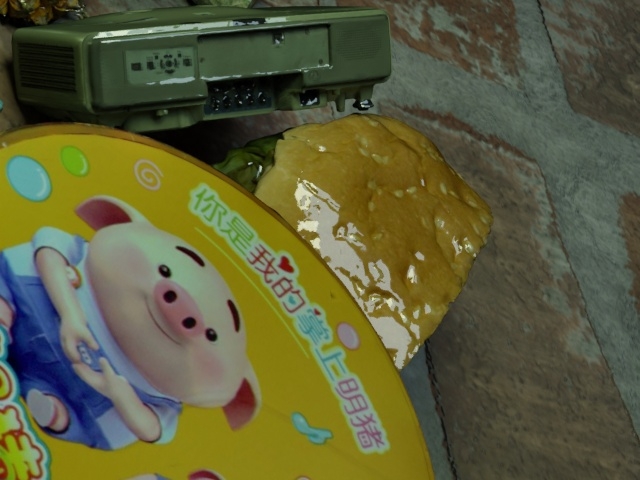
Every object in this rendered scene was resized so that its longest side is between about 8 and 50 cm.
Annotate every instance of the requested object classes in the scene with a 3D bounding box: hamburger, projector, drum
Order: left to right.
[{"bbox_3d":[-0.143,0.157,1.095,0.431,0.214,0.431,28,44,-31],"label":"drum"},{"bbox_3d":[-0.099,-0.139,1.411,0.270,0.193,0.088,-9,102,-30],"label":"projector"},{"bbox_3d":[-0.003,-0.001,1.420,0.209,0.162,0.330,44,42,-14],"label":"hamburger"}]

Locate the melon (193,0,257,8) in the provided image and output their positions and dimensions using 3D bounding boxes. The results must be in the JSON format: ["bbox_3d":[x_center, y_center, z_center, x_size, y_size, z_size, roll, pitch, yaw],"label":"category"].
[{"bbox_3d":[-0.123,-0.274,1.611,0.182,0.054,0.098,39,31,-9],"label":"melon"}]

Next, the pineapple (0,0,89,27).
[{"bbox_3d":[-0.222,-0.270,1.422,0.176,0.137,0.161,26,44,-31],"label":"pineapple"}]

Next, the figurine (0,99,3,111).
[{"bbox_3d":[-0.307,-0.110,1.231,0.245,0.110,0.138,52,48,-12],"label":"figurine"}]
